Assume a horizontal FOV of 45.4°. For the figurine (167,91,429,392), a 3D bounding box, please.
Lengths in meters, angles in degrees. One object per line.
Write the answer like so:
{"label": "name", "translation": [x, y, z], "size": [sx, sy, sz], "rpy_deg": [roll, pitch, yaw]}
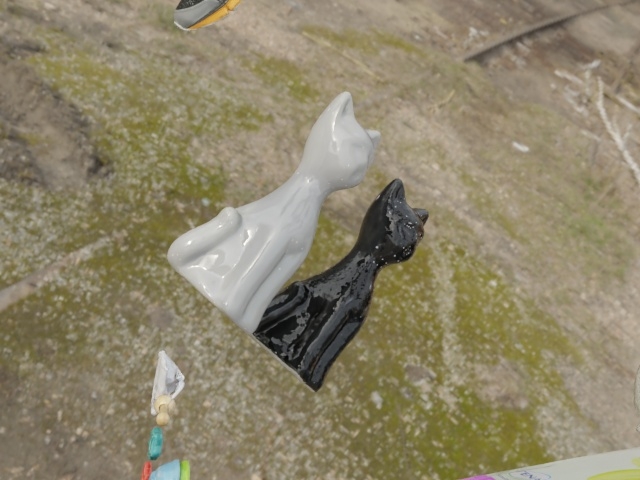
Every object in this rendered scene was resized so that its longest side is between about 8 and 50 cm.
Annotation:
{"label": "figurine", "translation": [0.000, 0.000, 0.677], "size": [0.092, 0.209, 0.215], "rpy_deg": [35, -11, 38]}

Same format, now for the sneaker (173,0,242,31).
{"label": "sneaker", "translation": [-0.093, -0.320, 0.831], "size": [0.083, 0.215, 0.084], "rpy_deg": [37, 11, -30]}

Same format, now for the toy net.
{"label": "toy net", "translation": [-0.203, 0.257, 1.011], "size": [0.045, 0.122, 0.232], "rpy_deg": [10, 47, -16]}

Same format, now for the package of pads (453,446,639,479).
{"label": "package of pads", "translation": [0.277, 0.291, 0.767], "size": [0.297, 0.101, 0.229], "rpy_deg": [-6, -4, -11]}

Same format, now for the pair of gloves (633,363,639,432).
{"label": "pair of gloves", "translation": [0.463, 0.173, 0.832], "size": [0.042, 0.204, 0.240], "rpy_deg": [3, 17, -43]}
